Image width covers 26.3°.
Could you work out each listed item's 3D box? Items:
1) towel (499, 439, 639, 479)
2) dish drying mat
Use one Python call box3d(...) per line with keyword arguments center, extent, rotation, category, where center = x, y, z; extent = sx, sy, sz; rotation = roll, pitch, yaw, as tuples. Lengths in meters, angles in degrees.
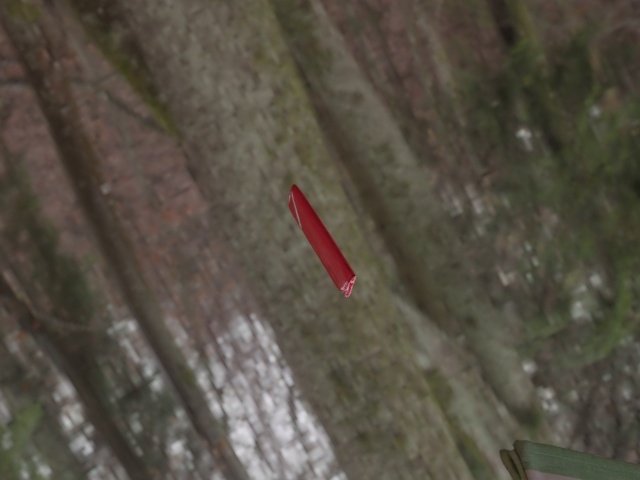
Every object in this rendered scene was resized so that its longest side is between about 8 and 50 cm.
box3d(center=(0.324, 0.348, 1.405), extent=(0.325, 0.247, 0.038), rotation=(-100, -150, -53), category="towel")
box3d(center=(0.000, 0.000, 0.967), extent=(0.008, 0.083, 0.032), rotation=(-22, 157, -21), category="dish drying mat")
